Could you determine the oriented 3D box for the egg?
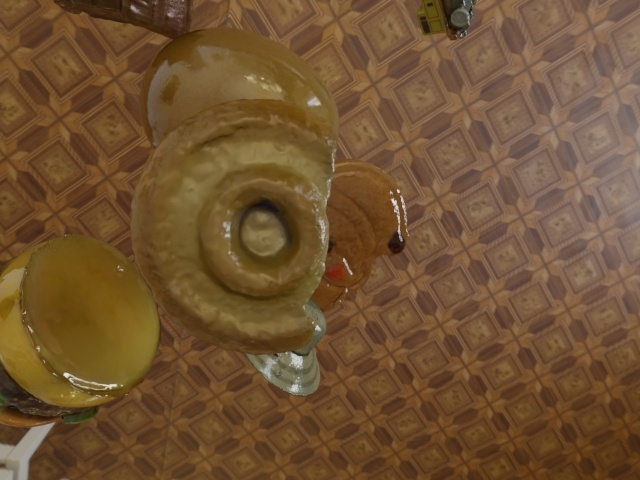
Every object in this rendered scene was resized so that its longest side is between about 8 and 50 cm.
[{"bbox_3d":[-0.124,-0.194,0.696,0.322,0.250,0.250,17,107,16],"label":"egg"}]

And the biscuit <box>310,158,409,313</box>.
[{"bbox_3d":[0.000,0.000,1.079,0.455,0.078,0.350,-42,112,3],"label":"biscuit"}]

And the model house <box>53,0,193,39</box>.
[{"bbox_3d":[-0.333,-0.464,0.762,0.229,0.219,0.199,5,119,-22],"label":"model house"}]

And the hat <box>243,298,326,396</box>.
[{"bbox_3d":[-0.050,0.164,0.860,0.110,0.252,0.252,-42,105,16],"label":"hat"}]

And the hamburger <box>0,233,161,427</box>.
[{"bbox_3d":[-0.584,0.188,0.978,0.277,0.396,0.395,-24,107,16],"label":"hamburger"}]

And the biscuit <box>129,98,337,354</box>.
[{"bbox_3d":[-0.092,-0.013,0.472,0.213,0.091,0.274,1,98,-6],"label":"biscuit"}]

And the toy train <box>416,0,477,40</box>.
[{"bbox_3d":[0.271,-0.542,0.984,0.219,0.127,0.089,51,57,-45],"label":"toy train"}]
